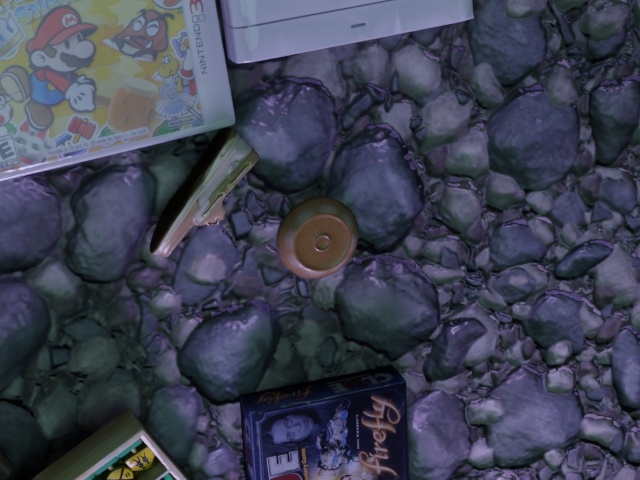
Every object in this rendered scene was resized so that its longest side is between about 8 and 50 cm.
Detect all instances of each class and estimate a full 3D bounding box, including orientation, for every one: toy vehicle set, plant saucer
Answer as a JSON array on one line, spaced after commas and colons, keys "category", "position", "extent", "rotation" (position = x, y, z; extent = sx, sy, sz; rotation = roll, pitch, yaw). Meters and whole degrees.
[{"category": "toy vehicle set", "position": [-0.244, 0.292, 1.426], "extent": [0.267, 0.035, 0.166], "rotation": [-37, 133, -4]}, {"category": "plant saucer", "position": [0.000, 0.000, 1.446], "extent": [0.083, 0.015, 0.083], "rotation": [-7, 111, -18]}]

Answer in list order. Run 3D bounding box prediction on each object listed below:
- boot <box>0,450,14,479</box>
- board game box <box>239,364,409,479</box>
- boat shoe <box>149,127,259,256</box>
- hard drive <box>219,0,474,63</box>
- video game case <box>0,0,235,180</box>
[{"category": "boot", "position": [-0.344, 0.223, 1.391], "extent": [0.087, 0.042, 0.118], "rotation": [30, 99, -18]}, {"category": "board game box", "position": [0.008, 0.258, 1.527], "extent": [0.165, 0.042, 0.243], "rotation": [-10, 112, -16]}, {"category": "boat shoe", "position": [-0.105, -0.036, 1.374], "extent": [0.045, 0.050, 0.135], "rotation": [34, 95, -21]}, {"category": "hard drive", "position": [0.011, -0.347, 1.306], "extent": [0.233, 0.047, 0.353], "rotation": [-13, 112, -16]}, {"category": "video game case", "position": [-0.198, -0.173, 1.304], "extent": [0.227, 0.026, 0.206], "rotation": [-15, 113, -14]}]
